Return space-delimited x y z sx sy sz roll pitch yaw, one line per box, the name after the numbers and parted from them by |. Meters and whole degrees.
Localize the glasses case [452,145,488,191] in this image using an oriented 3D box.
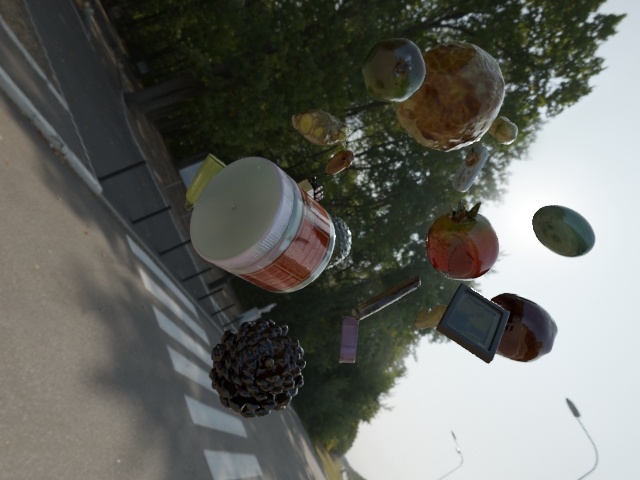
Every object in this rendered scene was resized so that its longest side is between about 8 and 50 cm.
0.554 -0.265 1.510 0.067 0.045 0.178 46 -56 38 | glasses case

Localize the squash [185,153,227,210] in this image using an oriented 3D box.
-0.414 -0.194 1.434 0.094 0.224 0.094 37 12 -9 | squash

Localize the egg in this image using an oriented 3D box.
0.901 -0.035 1.513 0.236 0.169 0.169 36 -16 3 | egg

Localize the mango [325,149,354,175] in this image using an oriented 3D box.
0.067 -0.284 1.478 0.063 0.127 0.077 46 29 -20 | mango

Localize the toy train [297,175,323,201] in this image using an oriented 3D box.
-0.038 -0.157 1.341 0.050 0.087 0.138 58 -8 15 | toy train

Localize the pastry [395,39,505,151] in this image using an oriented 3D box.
0.466 -0.515 1.462 0.312 0.388 0.388 -121 -172 -79 | pastry

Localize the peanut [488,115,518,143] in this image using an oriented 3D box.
0.760 -0.463 1.696 0.098 0.090 0.214 27 28 -13 | peanut

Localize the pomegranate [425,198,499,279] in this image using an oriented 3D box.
0.410 0.002 1.175 0.210 0.210 0.235 -134 -146 -55 | pomegranate

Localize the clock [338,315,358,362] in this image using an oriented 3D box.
0.094 0.338 1.365 0.110 0.050 0.152 91 6 -59 | clock

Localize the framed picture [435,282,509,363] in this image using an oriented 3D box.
0.346 0.180 0.914 0.128 0.168 0.023 33 -47 15 | framed picture

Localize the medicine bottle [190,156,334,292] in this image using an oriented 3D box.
-0.125 -0.026 0.939 0.241 0.252 0.252 39 13 -53 | medicine bottle

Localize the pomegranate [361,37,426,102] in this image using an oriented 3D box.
0.198 -0.479 1.160 0.209 0.180 0.180 -132 -161 -69 | pomegranate

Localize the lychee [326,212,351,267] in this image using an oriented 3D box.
0.000 0.000 1.719 0.274 0.255 0.255 30 5 -29 | lychee

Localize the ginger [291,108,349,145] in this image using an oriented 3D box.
0.004 -0.348 1.262 0.216 0.157 0.102 37 -62 37 | ginger

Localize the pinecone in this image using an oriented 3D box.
-0.269 0.525 1.688 0.398 0.398 0.398 59 -14 24 | pinecone

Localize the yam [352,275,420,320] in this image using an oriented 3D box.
0.223 0.185 1.335 0.046 0.264 0.046 53 -22 32 | yam

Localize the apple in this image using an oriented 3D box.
0.642 0.288 1.329 0.234 0.234 0.234 59 -14 24 | apple

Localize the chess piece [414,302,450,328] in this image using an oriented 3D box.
0.458 0.290 1.564 0.200 0.090 0.090 -22 -86 42 | chess piece
